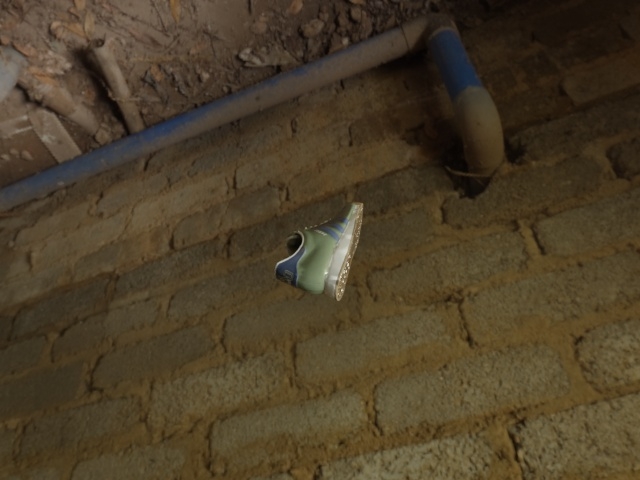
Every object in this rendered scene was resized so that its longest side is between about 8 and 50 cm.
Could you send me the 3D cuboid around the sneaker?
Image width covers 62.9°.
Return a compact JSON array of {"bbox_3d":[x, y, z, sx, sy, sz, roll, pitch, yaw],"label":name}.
[{"bbox_3d":[0.000,0.000,0.651,0.086,0.192,0.064,9,122,9],"label":"sneaker"}]
